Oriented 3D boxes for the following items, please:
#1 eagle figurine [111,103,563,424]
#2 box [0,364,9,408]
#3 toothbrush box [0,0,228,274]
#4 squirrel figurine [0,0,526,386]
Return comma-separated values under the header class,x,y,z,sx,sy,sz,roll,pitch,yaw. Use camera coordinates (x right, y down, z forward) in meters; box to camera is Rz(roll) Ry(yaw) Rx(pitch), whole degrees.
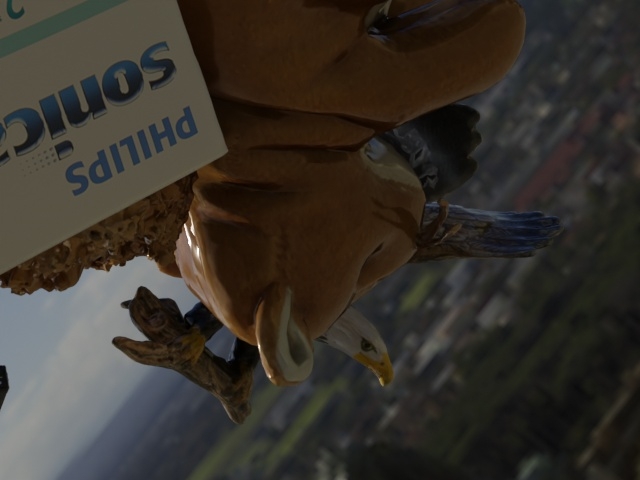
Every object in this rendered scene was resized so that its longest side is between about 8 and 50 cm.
class,x,y,z,sx,sy,sz,roll,pitch,yaw
eagle figurine,0.008,0.008,1.491,0.298,0.225,0.226,-44,8,5
box,-0.353,0.145,1.669,0.116,0.162,0.029,119,143,-49
toothbrush box,-0.187,-0.119,0.641,0.216,0.295,0.126,-29,21,-37
squirrel figurine,-0.073,-0.096,1.225,0.397,0.281,0.370,-14,-54,-32
